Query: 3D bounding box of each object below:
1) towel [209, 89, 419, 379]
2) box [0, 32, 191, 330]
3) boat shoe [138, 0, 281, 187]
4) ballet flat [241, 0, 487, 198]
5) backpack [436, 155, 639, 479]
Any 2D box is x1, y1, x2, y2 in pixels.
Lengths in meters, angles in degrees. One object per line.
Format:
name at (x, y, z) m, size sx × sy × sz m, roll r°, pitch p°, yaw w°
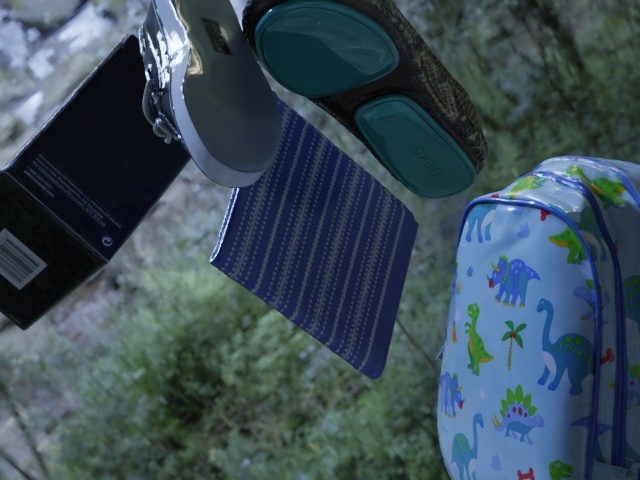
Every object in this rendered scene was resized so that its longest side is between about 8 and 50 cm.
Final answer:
towel at (0.000, 0.000, 1.705) m, size 0.040 × 0.336 × 0.243 m, roll -7°, pitch 57°, yaw 38°
box at (-0.326, -0.075, 1.864) m, size 0.296 × 0.182 × 0.294 m, roll -33°, pitch 20°, yaw 51°
boat shoe at (-0.128, -0.149, 1.396) m, size 0.105 × 0.113 × 0.306 m, roll -54°, pitch 44°, yaw 34°
ballet flat at (0.050, -0.214, 1.582) m, size 0.164 × 0.483 × 0.182 m, roll -18°, pitch 60°, yaw 23°
backpack at (0.226, 0.109, 1.136) m, size 0.290 × 0.273 × 0.356 m, roll 20°, pitch 90°, yaw 68°
